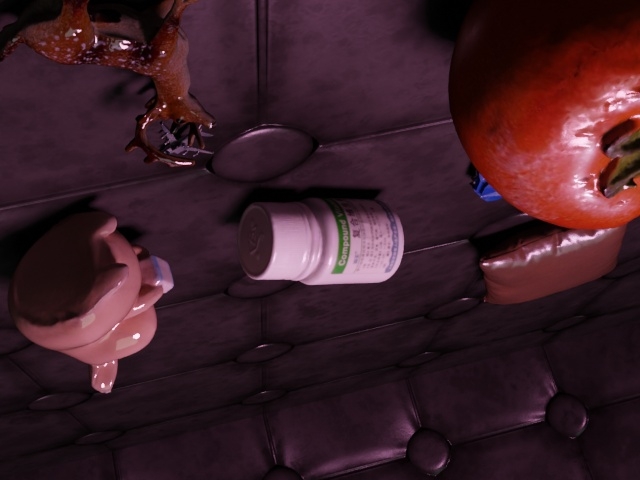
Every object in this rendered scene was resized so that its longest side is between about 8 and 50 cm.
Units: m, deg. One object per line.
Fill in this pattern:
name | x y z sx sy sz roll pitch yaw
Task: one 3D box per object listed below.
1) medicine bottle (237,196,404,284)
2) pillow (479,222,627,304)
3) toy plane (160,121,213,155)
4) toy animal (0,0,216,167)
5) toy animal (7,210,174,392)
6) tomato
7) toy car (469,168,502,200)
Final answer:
medicine bottle | 0.000 0.000 1.250 0.236 0.139 0.139 1 153 -33
pillow | 0.481 0.039 1.703 0.307 0.108 0.305 -19 157 9
toy plane | -0.169 -0.120 0.990 0.084 0.024 0.078 -31 135 34
toy animal | -0.183 -0.183 0.788 0.243 0.087 0.260 16 146 -30
toy animal | -0.324 0.076 1.172 0.213 0.195 0.256 -26 155 5
tomato | 0.305 -0.182 0.852 0.341 0.273 0.341 -12 144 -9
toy car | 0.348 -0.114 1.306 0.216 0.063 0.103 -13 157 -7
